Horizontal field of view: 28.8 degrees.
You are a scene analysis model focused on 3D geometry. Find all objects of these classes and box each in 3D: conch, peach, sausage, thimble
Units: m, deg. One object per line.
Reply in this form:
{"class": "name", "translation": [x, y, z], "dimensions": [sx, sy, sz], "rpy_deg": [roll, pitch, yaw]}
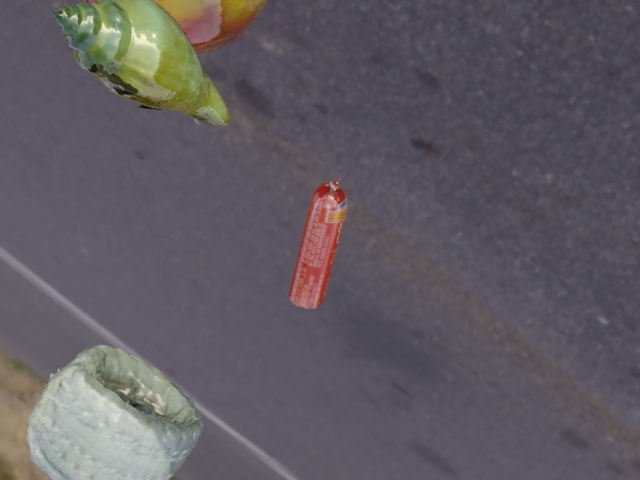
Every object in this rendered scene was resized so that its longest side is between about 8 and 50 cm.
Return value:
{"class": "conch", "translation": [-0.150, -0.153, 1.036], "dimensions": [0.095, 0.079, 0.201], "rpy_deg": [33, 173, 25]}
{"class": "peach", "translation": [-0.172, -0.322, 1.493], "dimensions": [0.231, 0.231, 0.231], "rpy_deg": [31, 158, 14]}
{"class": "sausage", "translation": [0.000, 0.000, 1.062], "dimensions": [0.034, 0.034, 0.129], "rpy_deg": [29, 129, 19]}
{"class": "thimble", "translation": [-0.310, 0.275, 1.842], "dimensions": [0.250, 0.172, 0.205], "rpy_deg": [31, -166, -35]}
